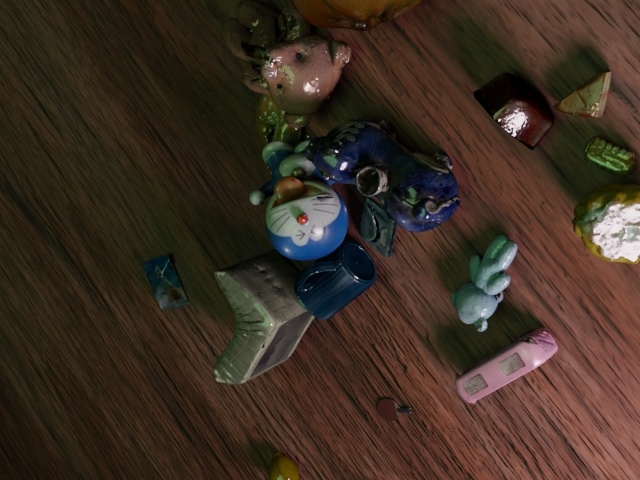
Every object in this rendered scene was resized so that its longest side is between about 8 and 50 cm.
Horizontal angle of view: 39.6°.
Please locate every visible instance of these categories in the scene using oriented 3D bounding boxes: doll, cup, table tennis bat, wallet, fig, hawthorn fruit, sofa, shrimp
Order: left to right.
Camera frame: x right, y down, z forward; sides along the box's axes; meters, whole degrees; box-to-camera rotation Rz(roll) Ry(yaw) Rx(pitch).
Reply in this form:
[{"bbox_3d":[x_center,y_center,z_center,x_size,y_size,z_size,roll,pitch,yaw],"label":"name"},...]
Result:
[{"bbox_3d":[-0.143,0.168,1.908,0.176,0.210,0.225,41,124,19],"label":"sofa"},{"bbox_3d":[-0.097,-0.373,1.753,0.303,0.156,0.201,40,109,22],"label":"doll"},{"bbox_3d":[-0.090,-0.219,1.861,0.115,0.051,0.217,17,110,37],"label":"shrimp"},{"bbox_3d":[-0.087,0.532,2.053,0.074,0.074,0.088,-36,66,37],"label":"fig"},{"bbox_3d":[-0.031,-0.087,1.742,0.161,0.215,0.257,93,165,-59],"label":"doll"},{"bbox_3d":[0.025,0.084,1.797,0.138,0.150,0.113,-40,87,35],"label":"cup"},{"bbox_3d":[0.058,-0.517,1.537,0.267,0.267,0.301,-10,88,38],"label":"hawthorn fruit"},{"bbox_3d":[0.110,-0.025,1.745,0.088,0.026,0.129,42,152,24],"label":"wallet"},{"bbox_3d":[0.154,0.355,1.864,0.083,0.007,0.050,-6,99,39],"label":"table tennis bat"},{"bbox_3d":[0.314,0.077,1.640,0.180,0.075,0.120,-56,28,12],"label":"doll"}]

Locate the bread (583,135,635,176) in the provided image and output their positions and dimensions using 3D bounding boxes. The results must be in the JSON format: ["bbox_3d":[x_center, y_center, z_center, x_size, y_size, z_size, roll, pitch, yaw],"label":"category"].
[{"bbox_3d":[0.478,-0.138,1.471,0.088,0.033,0.049,26,102,24],"label":"bread"}]

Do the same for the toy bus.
[{"bbox_3d":[0.338,0.231,1.641,0.203,0.090,0.063,-40,79,38],"label":"toy bus"}]

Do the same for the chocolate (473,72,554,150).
[{"bbox_3d":[0.329,-0.233,1.511,0.080,0.125,0.149,-46,70,18],"label":"chocolate"}]

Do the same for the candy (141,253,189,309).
[{"bbox_3d":[-0.379,0.106,2.175,0.088,0.038,0.136,-18,99,25],"label":"candy"}]

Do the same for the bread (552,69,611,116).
[{"bbox_3d":[0.442,-0.228,1.466,0.109,0.043,0.062,-35,80,36],"label":"bread"}]

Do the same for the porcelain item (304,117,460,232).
[{"bbox_3d":[0.118,-0.125,1.648,0.288,0.186,0.138,39,121,21],"label":"porcelain item"}]

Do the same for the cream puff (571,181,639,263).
[{"bbox_3d":[0.485,-0.036,1.454,0.146,0.116,0.146,2,112,6],"label":"cream puff"}]
